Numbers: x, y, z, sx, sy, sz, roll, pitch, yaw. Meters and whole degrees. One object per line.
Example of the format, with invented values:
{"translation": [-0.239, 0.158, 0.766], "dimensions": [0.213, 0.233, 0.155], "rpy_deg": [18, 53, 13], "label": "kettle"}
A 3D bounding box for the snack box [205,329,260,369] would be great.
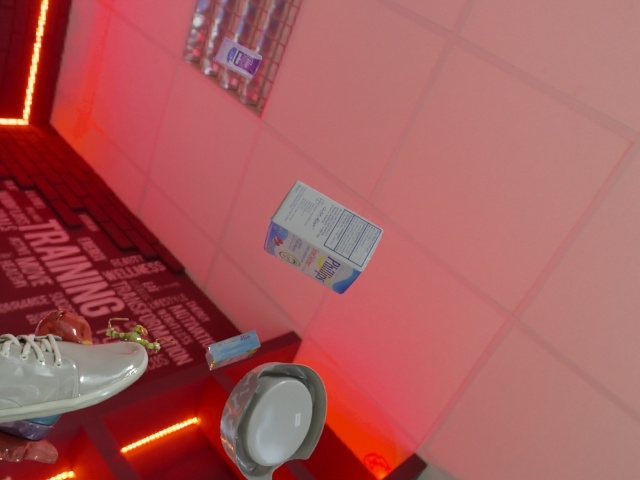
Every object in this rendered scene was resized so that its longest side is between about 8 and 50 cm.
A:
{"translation": [-0.322, 0.401, 2.091], "dimensions": [0.070, 0.175, 0.207], "rpy_deg": [68, -22, 16], "label": "snack box"}

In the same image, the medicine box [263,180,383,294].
{"translation": [0.000, 0.000, 1.689], "dimensions": [0.289, 0.149, 0.263], "rpy_deg": [31, -22, 1], "label": "medicine box"}

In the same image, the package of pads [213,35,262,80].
{"translation": [-0.158, -0.348, 1.101], "dimensions": [0.050, 0.083, 0.032], "rpy_deg": [-62, -166, 11], "label": "package of pads"}

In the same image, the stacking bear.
{"translation": [-0.572, 0.282, 1.182], "dimensions": [0.164, 0.175, 0.288], "rpy_deg": [18, -107, 18], "label": "stacking bear"}

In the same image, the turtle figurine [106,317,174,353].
{"translation": [-0.717, 0.412, 2.200], "dimensions": [0.270, 0.217, 0.087], "rpy_deg": [21, -27, -2], "label": "turtle figurine"}

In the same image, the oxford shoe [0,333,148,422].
{"translation": [-0.524, 0.230, 1.032], "dimensions": [0.169, 0.450, 0.130], "rpy_deg": [23, -70, 48], "label": "oxford shoe"}

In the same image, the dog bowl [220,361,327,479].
{"translation": [-0.135, 0.511, 1.654], "dimensions": [0.102, 0.349, 0.348], "rpy_deg": [12, -75, 43], "label": "dog bowl"}
